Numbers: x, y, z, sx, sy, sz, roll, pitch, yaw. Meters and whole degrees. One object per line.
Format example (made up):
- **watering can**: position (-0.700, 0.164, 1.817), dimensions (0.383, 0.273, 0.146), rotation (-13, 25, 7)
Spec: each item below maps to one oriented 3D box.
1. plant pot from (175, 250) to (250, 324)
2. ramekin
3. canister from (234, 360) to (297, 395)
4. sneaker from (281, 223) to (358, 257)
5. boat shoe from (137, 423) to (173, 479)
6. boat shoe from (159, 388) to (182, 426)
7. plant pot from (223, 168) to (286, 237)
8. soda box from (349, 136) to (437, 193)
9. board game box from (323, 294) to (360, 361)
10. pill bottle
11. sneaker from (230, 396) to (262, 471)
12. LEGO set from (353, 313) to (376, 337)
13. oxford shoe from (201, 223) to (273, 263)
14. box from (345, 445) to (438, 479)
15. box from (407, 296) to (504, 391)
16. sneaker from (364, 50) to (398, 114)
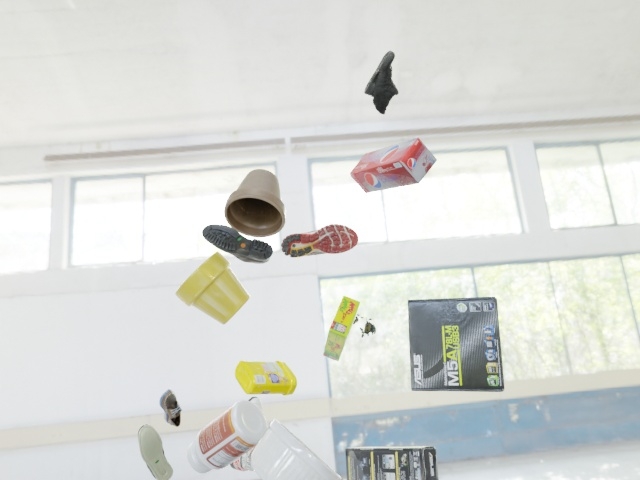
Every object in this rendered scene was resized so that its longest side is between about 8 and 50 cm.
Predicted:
- **plant pot**: position (-0.434, 0.213, 2.130), dimensions (0.254, 0.239, 0.254), rotation (-46, 3, 4)
- **ramekin**: position (-0.062, 0.509, 1.134), dimensions (0.207, 0.109, 0.207), rotation (37, -18, 14)
- **canister**: position (-0.177, 0.441, 1.634), dimensions (0.170, 0.073, 0.126), rotation (15, 17, -40)
- **sneaker**: position (0.000, 0.000, 1.499), dimensions (0.225, 0.088, 0.093), rotation (-5, -1, 6)
- **boat shoe**: position (-0.610, 0.766, 1.835), dimensions (0.084, 0.233, 0.079), rotation (-27, 20, -34)
- **boat shoe**: position (-0.546, 0.623, 1.885), dimensions (0.066, 0.183, 0.066), rotation (27, 46, 27)
- **plant pot**: position (-0.264, -0.178, 2.180), dimensions (0.263, 0.229, 0.263), rotation (4, -40, 3)
- **soda box**: position (0.188, -0.198, 1.370), dimensions (0.083, 0.092, 0.263), rotation (44, -18, -19)
- **board game box**: position (0.048, 0.212, 1.201), dimensions (0.043, 0.092, 0.181), rotation (21, -29, 8)
- **pill bottle**: position (-0.254, 0.530, 1.354), dimensions (0.216, 0.121, 0.121), rotation (-40, -28, 21)
- **sneaker**: position (-0.239, 0.719, 1.892), dimensions (0.090, 0.270, 0.145), rotation (36, -35, -31)
- **LEGO set**: position (0.119, 0.220, 1.307), dimensions (0.023, 0.083, 0.054), rotation (21, -65, -39)
- **oxford shoe**: position (-0.266, 0.022, 1.588), dimensions (0.227, 0.083, 0.096), rotation (25, -29, -4)
- **box**: position (0.233, 0.874, 1.629), dimensions (0.318, 0.395, 0.097), rotation (-19, -26, 36)
- **box**: position (0.277, 0.215, 1.054), dimensions (0.184, 0.191, 0.045), rotation (-2, -15, 13)
- **sneaker**: position (0.183, -0.433, 1.400), dimensions (0.089, 0.051, 0.170), rotation (25, -45, -11)
